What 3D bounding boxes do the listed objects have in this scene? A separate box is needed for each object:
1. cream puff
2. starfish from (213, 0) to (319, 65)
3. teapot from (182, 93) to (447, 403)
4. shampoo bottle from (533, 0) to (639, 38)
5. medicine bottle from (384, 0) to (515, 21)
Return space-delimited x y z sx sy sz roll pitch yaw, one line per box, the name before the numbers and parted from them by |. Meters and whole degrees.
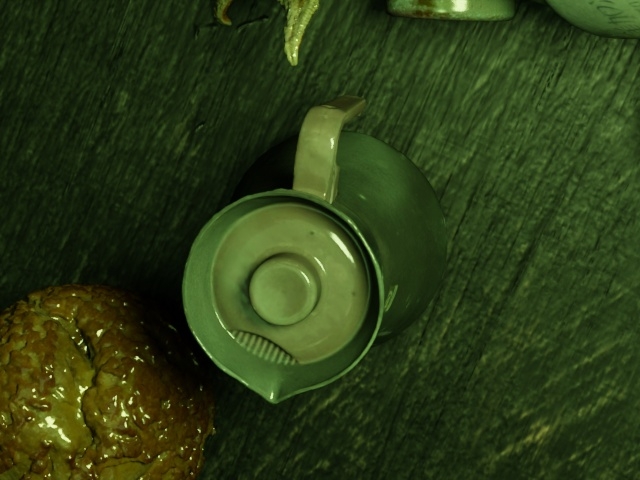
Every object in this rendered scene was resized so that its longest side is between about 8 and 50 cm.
cream puff | -0.261 0.190 1.781 0.303 0.212 0.303 1 88 -15
starfish | 0.003 -0.324 1.667 0.084 0.293 0.301 26 101 -28
teapot | 0.000 0.000 1.668 0.253 0.344 0.300 11 102 7
shampoo bottle | 0.322 -0.354 1.522 0.317 0.322 0.322 8 104 48
medicine bottle | 0.143 -0.394 1.672 0.151 0.151 0.322 4 100 10
